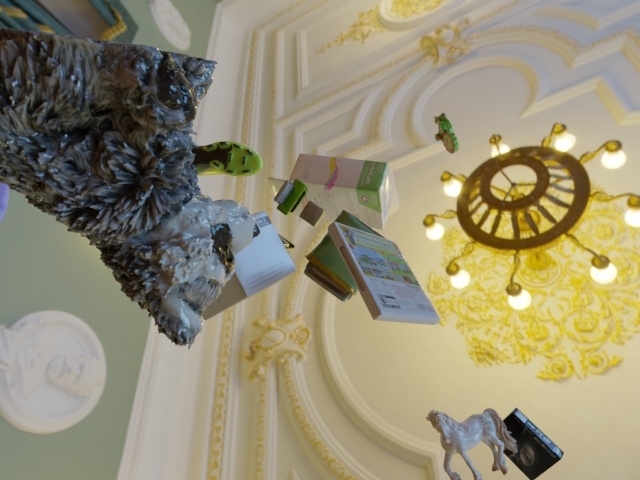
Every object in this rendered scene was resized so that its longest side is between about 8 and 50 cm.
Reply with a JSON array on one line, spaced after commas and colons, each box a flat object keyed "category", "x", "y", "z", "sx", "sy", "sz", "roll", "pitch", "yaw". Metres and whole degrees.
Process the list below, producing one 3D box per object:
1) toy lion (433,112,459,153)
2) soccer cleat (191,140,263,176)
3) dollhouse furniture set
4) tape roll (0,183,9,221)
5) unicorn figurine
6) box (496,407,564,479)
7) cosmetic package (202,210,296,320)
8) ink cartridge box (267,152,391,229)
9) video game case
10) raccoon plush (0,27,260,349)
[{"category": "toy lion", "x": 0.362, "y": -0.299, "z": 1.294, "sx": 0.034, "sy": 0.100, "sz": 0.096, "roll": -25, "pitch": -133, "yaw": -5}, {"category": "soccer cleat", "x": -0.287, "y": -0.222, "z": 1.264, "sx": 0.289, "sy": 0.121, "sz": 0.093, "roll": 3, "pitch": -89, "yaw": 15}, {"category": "dollhouse furniture set", "x": 0.000, "y": 0.000, "z": 1.135, "sx": 0.301, "sy": 0.151, "sz": 0.197, "roll": 35, "pitch": -87, "yaw": 9}, {"category": "tape roll", "x": -0.760, "y": -0.094, "z": 0.863, "sx": 0.090, "sy": 0.275, "sz": 0.275, "roll": -4, "pitch": -125, "yaw": 52}, {"category": "unicorn figurine", "x": 0.200, "y": 0.276, "z": 0.624, "sx": 0.060, "sy": 0.162, "sz": 0.111, "roll": -31, "pitch": -109, "yaw": 43}, {"category": "box", "x": 0.299, "y": 0.299, "z": 0.669, "sx": 0.083, "sy": 0.018, "sz": 0.067, "roll": 45, "pitch": -54, "yaw": 26}, {"category": "cosmetic package", "x": -0.184, "y": 0.054, "z": 0.971, "sx": 0.183, "sy": 0.151, "sz": 0.151, "roll": -30, "pitch": 178, "yaw": 43}, {"category": "ink cartridge box", "x": 0.033, "y": -0.158, "z": 1.430, "sx": 0.353, "sy": 0.207, "sz": 0.119, "roll": 10, "pitch": -119, "yaw": 17}, {"category": "video game case", "x": 0.127, "y": 0.068, "z": 0.888, "sx": 0.026, "sy": 0.227, "sz": 0.206, "roll": -42, "pitch": -124, "yaw": 26}, {"category": "raccoon plush", "x": -0.286, "y": -0.052, "z": 0.477, "sx": 0.446, "sy": 0.299, "sz": 0.216, "roll": 5, "pitch": -163, "yaw": -6}]
